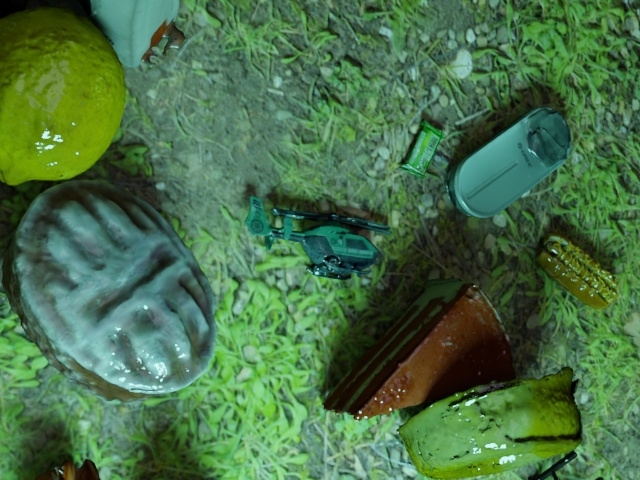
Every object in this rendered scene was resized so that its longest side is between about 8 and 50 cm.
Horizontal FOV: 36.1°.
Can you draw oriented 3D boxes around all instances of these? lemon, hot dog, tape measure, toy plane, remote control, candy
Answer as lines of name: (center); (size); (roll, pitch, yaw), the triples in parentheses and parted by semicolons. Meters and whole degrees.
lemon: (-0.333, -0.173, 1.178); (0.192, 0.192, 0.231); (19, 81, -23)
hot dog: (0.419, 0.052, 1.596); (0.165, 0.045, 0.071); (36, 71, -18)
tape measure: (-0.278, -0.346, 1.185); (0.265, 0.258, 0.130); (34, 74, -2)
toy plane: (0.000, 0.000, 1.397); (0.235, 0.060, 0.096); (10, 75, -28)
remote control: (0.298, -0.124, 1.546); (0.247, 0.052, 0.104); (-34, 102, -23)
candy: (-0.261, 0.067, 1.217); (0.289, 0.157, 0.214); (52, 54, -6)

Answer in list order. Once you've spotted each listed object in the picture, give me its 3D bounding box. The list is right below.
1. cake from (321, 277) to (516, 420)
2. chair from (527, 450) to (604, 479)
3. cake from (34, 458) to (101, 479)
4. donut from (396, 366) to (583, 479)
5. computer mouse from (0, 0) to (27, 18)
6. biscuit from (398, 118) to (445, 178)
cake: (0.145, 0.199, 1.399); (0.262, 0.158, 0.159); (-45, 104, -18)
chair: (0.343, 0.435, 1.529); (0.212, 0.101, 0.084); (-41, 106, 17)
cake: (-0.308, 0.397, 1.220); (0.098, 0.135, 0.287); (-6, 109, -30)
donut: (0.244, 0.270, 1.378); (0.272, 0.272, 0.107); (-6, 65, -25)
computer mouse: (-0.495, -0.330, 1.115); (0.323, 0.183, 0.116); (4, 84, -26)
biscuit: (0.156, -0.136, 1.500); (0.046, 0.016, 0.089); (31, 74, -19)
